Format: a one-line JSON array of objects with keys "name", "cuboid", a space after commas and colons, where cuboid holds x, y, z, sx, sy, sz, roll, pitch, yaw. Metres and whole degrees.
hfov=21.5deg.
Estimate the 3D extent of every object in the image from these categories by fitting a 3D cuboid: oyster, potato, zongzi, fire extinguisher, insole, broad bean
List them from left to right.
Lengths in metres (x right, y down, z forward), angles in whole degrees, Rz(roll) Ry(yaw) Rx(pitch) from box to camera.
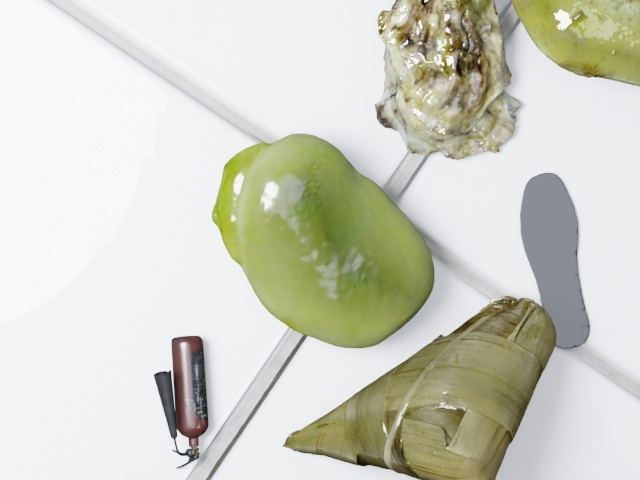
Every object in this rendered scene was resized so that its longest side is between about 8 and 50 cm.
[{"name": "fire extinguisher", "cuboid": [-0.103, 0.122, 1.254, 0.032, 0.046, 0.100, -3, 91, 12]}, {"name": "broad bean", "cuboid": [0.000, 0.000, 1.233, 0.124, 0.082, 0.174, -37, 91, -2]}, {"name": "zongzi", "cuboid": [0.077, 0.106, 1.259, 0.160, 0.176, 0.078, -55, 131, -31]}, {"name": "oyster", "cuboid": [0.089, -0.140, 1.247, 0.108, 0.053, 0.165, -6, 99, 9]}, {"name": "insole", "cuboid": [0.178, 0.016, 1.277, 0.045, 0.002, 0.135, -12, 92, 0]}, {"name": "potato", "cuboid": [0.226, -0.160, 1.234, 0.188, 0.085, 0.105, 15, 70, -5]}]
